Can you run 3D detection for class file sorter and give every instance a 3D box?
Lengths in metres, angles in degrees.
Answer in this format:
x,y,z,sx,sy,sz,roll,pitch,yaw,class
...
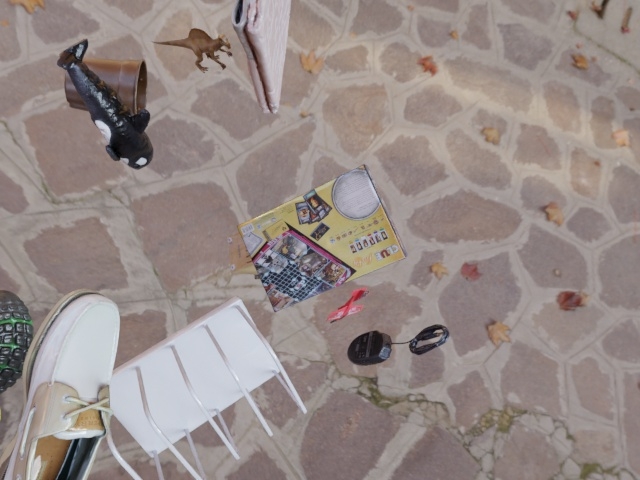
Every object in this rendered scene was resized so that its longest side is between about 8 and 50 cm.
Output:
x,y,z,sx,sy,sz,roll,pitch,yaw,class
-0.195,0.269,0.785,0.278,0.173,0.192,-31,119,-15,file sorter

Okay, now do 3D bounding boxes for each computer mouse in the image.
x,y,z,sx,sy,sz,roll,pitch,yaw,class
0.155,0.216,0.954,0.041,0.242,0.071,44,45,-29,computer mouse

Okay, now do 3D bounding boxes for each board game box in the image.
x,y,z,sx,sy,sz,roll,pitch,yaw,class
0.000,0.000,0.783,0.244,0.042,0.164,-24,89,16,board game box

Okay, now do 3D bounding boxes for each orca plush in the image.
x,y,z,sx,sy,sz,roll,pitch,yaw,class
-0.403,-0.269,0.963,0.102,0.287,0.151,-14,37,1,orca plush

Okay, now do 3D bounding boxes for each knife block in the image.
x,y,z,sx,sy,sz,roll,pitch,yaw,class
-0.079,0.025,1.093,0.242,0.276,0.088,5,71,-45,knife block

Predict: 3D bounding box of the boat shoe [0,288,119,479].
x,y,z,sx,sy,sz,roll,pitch,yaw,class
-0.308,0.215,0.581,0.113,0.104,0.301,24,77,-54,boat shoe

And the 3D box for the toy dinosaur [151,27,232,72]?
x,y,z,sx,sy,sz,roll,pitch,yaw,class
-0.252,-0.406,0.984,0.183,0.092,0.053,8,64,21,toy dinosaur

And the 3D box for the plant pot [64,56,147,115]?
x,y,z,sx,sy,sz,roll,pitch,yaw,class
-0.530,-0.381,1.164,0.165,0.167,0.166,7,76,-14,plant pot

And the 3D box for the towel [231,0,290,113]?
x,y,z,sx,sy,sz,roll,pitch,yaw,class
-0.097,-0.453,0.878,0.054,0.317,0.331,6,82,1,towel

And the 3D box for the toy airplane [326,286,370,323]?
x,y,z,sx,sy,sz,roll,pitch,yaw,class
0.074,0.169,1.223,0.151,0.151,0.028,-27,66,-18,toy airplane

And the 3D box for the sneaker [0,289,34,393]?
x,y,z,sx,sy,sz,roll,pitch,yaw,class
-0.643,0.233,0.859,0.134,0.146,0.343,16,108,-48,sneaker
